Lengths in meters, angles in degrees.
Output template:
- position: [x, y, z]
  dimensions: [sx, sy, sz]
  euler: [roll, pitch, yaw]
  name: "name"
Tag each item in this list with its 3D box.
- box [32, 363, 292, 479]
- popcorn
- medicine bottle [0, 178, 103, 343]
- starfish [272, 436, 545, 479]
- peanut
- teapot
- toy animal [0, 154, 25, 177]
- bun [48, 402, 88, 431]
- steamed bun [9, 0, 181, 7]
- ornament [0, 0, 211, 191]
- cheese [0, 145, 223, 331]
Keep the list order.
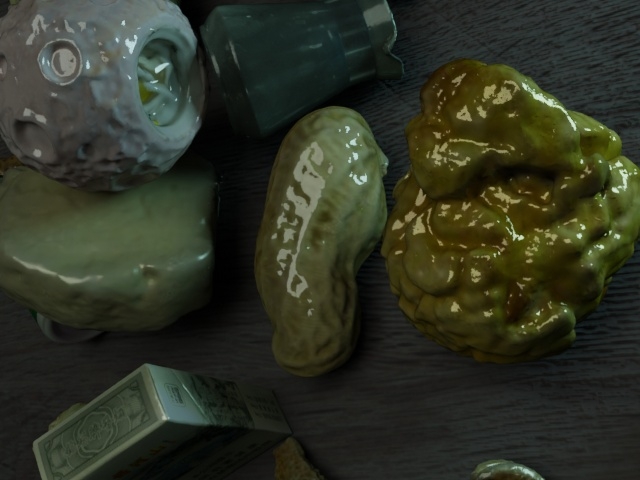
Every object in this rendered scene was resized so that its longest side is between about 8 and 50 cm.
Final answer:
- position: [-0.166, 0.223, 0.920]
  dimensions: [0.164, 0.256, 0.069]
  euler: [-35, 62, 14]
  name: "box"
- position: [0.191, -0.024, 0.801]
  dimensions: [0.265, 0.332, 0.225]
  euler: [-19, 34, -8]
  name: "popcorn"
- position: [-0.395, 0.013, 1.180]
  dimensions: [0.133, 0.133, 0.274]
  euler: [-47, 60, 7]
  name: "medicine bottle"
- position: [0.038, 0.374, 0.875]
  dimensions: [0.432, 0.082, 0.323]
  euler: [-9, 74, 28]
  name: "starfish"
- position: [0.000, 0.000, 0.977]
  dimensions: [0.154, 0.140, 0.324]
  euler: [6, 83, -13]
  name: "peanut"
- position: [-0.025, -0.236, 1.032]
  dimensions: [0.225, 0.170, 0.203]
  euler: [-18, 25, -4]
  name: "teapot"
- position: [-0.433, -0.117, 1.185]
  dimensions: [0.149, 0.276, 0.054]
  euler: [31, 128, 25]
  name: "toy animal"
- position: [-0.324, 0.276, 1.097]
  dimensions: [0.115, 0.069, 0.115]
  euler: [-8, 72, 26]
  name: "bun"
- position: [-0.315, -0.360, 1.213]
  dimensions: [0.280, 0.207, 0.267]
  euler: [-7, 107, 51]
  name: "steamed bun"
- position: [-0.266, -0.182, 0.963]
  dimensions: [0.225, 0.259, 0.259]
  euler: [4, 77, 25]
  name: "ornament"
- position: [-0.262, -0.022, 1.060]
  dimensions: [0.326, 0.115, 0.318]
  euler: [30, 53, 21]
  name: "cheese"
